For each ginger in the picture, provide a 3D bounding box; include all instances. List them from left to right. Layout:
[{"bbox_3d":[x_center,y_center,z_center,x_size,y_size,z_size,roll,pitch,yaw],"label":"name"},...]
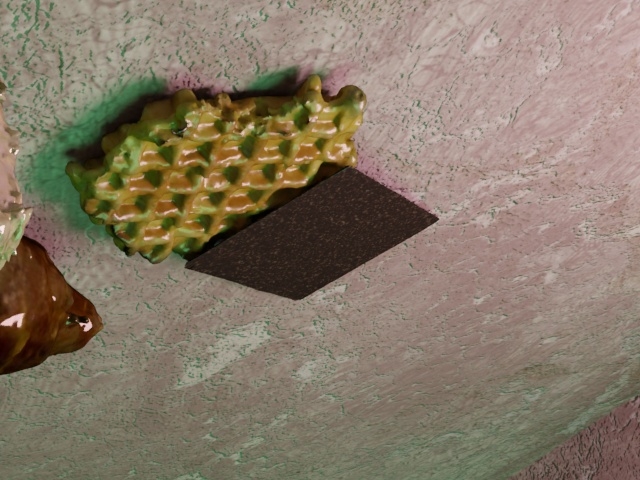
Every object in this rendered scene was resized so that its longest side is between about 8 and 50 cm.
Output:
[{"bbox_3d":[-0.399,0.089,1.340,0.357,0.152,0.274,-13,152,-12],"label":"ginger"}]

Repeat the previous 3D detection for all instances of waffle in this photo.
[{"bbox_3d":[-0.100,-0.075,1.363,0.300,0.058,0.282,-18,155,-9],"label":"waffle"}]

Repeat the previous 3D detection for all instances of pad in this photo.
[{"bbox_3d":[0.000,0.000,1.566,0.220,0.004,0.330,-30,161,14],"label":"pad"}]

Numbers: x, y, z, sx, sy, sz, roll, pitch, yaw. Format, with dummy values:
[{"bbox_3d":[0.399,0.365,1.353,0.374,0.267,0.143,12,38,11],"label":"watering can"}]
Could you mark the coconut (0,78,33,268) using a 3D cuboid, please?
[{"bbox_3d":[-0.417,-0.059,0.807,0.404,0.405,0.405,-17,153,-9],"label":"coconut"}]
